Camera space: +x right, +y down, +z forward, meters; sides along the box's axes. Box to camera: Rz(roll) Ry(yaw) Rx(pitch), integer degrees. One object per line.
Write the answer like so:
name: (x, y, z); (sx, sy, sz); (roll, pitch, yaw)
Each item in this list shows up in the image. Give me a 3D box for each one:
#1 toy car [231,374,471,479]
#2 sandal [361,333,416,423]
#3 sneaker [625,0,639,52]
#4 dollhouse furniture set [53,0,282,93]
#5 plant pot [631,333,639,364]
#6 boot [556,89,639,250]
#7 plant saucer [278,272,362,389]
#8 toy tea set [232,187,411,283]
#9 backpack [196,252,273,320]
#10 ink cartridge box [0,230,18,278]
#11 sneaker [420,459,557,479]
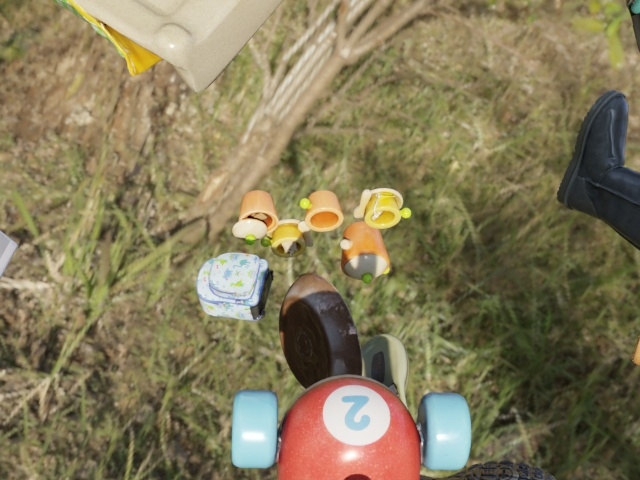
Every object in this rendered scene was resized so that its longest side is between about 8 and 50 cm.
toy car: (0.031, 0.245, 0.770); (0.219, 0.210, 0.238); (1, 10, -4)
sandal: (0.083, 0.258, 1.399); (0.086, 0.120, 0.302); (51, 22, -35)
sneaker: (0.449, -0.359, 1.145); (0.108, 0.302, 0.121); (6, 46, 26)
dollhouse furniture set: (-0.081, -0.218, 0.572); (0.198, 0.151, 0.301); (34, 66, 3)
plant pot: (0.377, -0.010, 0.652); (0.204, 0.290, 0.291); (21, 23, 21)
boot: (0.425, -0.076, 1.168); (0.076, 0.189, 0.208); (-7, 30, -36)
plant saucer: (-0.010, 0.146, 1.293); (0.036, 0.198, 0.198); (-14, 46, -30)
toy tea set: (0.000, 0.000, 1.708); (0.336, 0.200, 0.124); (0, 54, -8)
backpack: (-0.146, 0.071, 1.486); (0.114, 0.084, 0.105); (2, 52, 13)
ink cartridge box: (-0.526, 0.132, 1.171); (0.066, 0.261, 0.296); (41, 13, -19)
sneaker: (0.190, 0.370, 1.188); (0.109, 0.286, 0.130); (-17, 95, -67)
